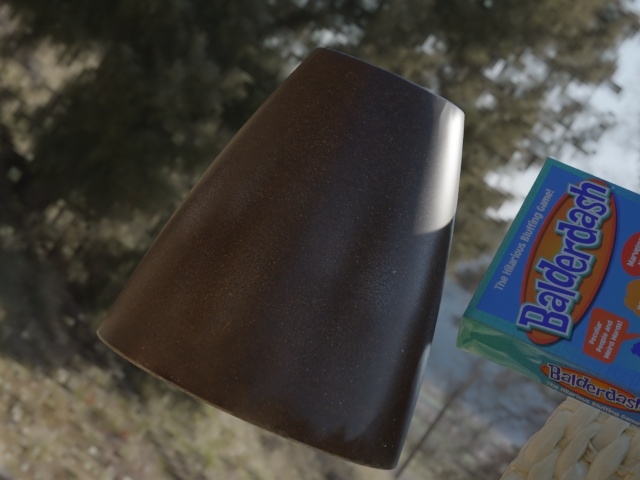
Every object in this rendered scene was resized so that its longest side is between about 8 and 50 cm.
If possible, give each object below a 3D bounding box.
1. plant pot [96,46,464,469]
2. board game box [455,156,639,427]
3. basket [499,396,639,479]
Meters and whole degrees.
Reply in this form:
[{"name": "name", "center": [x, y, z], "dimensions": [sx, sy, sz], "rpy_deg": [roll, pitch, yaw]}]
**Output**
[{"name": "plant pot", "center": [0.000, 0.000, 1.080], "dimensions": [0.215, 0.230, 0.215], "rpy_deg": [25, 1, 0]}, {"name": "board game box", "center": [0.223, 0.047, 1.161], "dimensions": [0.210, 0.160, 0.047], "rpy_deg": [23, -33, 13]}, {"name": "basket", "center": [0.305, 0.268, 1.241], "dimensions": [0.328, 0.331, 0.266], "rpy_deg": [21, -36, 37]}]
